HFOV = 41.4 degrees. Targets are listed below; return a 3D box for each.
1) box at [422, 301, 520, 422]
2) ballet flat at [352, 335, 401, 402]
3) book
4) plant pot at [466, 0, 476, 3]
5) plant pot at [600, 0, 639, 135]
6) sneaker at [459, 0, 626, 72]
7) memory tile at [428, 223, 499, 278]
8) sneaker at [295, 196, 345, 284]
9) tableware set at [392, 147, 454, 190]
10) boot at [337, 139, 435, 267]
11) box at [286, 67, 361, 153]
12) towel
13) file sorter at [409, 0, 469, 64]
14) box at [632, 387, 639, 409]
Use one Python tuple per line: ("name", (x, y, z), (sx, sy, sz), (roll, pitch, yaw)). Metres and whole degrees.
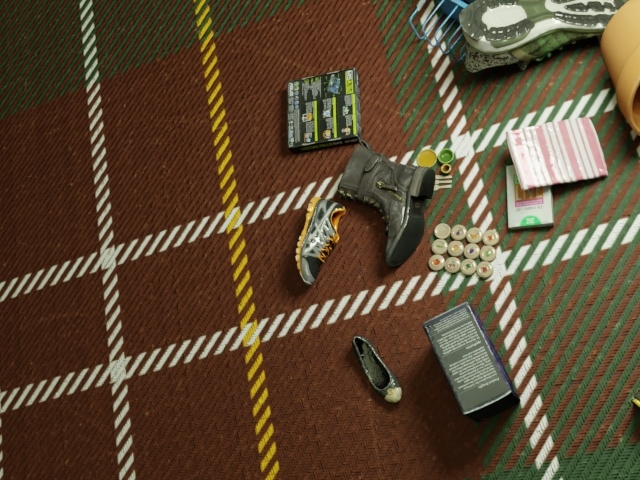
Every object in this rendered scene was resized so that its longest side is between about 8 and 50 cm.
("box", (0.310, 0.252, 1.735), (0.108, 0.153, 0.207), (-28, 67, 10))
("ballet flat", (0.118, 0.283, 1.854), (0.057, 0.049, 0.173), (-39, 64, 6))
("book", (0.459, -0.099, 1.862), (0.096, 0.035, 0.144), (-7, 72, 23))
("plant pot", (0.412, -0.635, 1.923), (0.293, 0.293, 0.196), (-22, 78, 13))
("plant pot", (0.710, -0.378, 1.733), (0.291, 0.291, 0.203), (-31, 49, 9))
("sneaker", (0.493, -0.469, 1.905), (0.410, 0.182, 0.158), (-10, 64, -9))
("memory tile", (0.318, 0.022, 1.884), (0.148, 0.012, 0.113), (8, 76, 23))
("sneaker", (0.000, 0.000, 1.975), (0.083, 0.084, 0.215), (7, 75, 18))
("tableware set", (0.233, -0.167, 1.971), (0.154, 0.024, 0.104), (-2, 72, 21))
("boot", (0.134, -0.087, 1.959), (0.229, 0.091, 0.263), (19, 89, 36))
("box", (0.007, -0.320, 2.097), (0.184, 0.045, 0.191), (-8, 70, 16))
("towel", (0.511, -0.187, 1.839), (0.197, 0.029, 0.144), (-10, 70, -3))
("file sorter", (0.312, -0.497, 1.998), (0.170, 0.118, 0.104), (39, 93, 27))
("box", (0.791, 0.265, 1.590), (0.257, 0.079, 0.322), (41, 90, 28))
